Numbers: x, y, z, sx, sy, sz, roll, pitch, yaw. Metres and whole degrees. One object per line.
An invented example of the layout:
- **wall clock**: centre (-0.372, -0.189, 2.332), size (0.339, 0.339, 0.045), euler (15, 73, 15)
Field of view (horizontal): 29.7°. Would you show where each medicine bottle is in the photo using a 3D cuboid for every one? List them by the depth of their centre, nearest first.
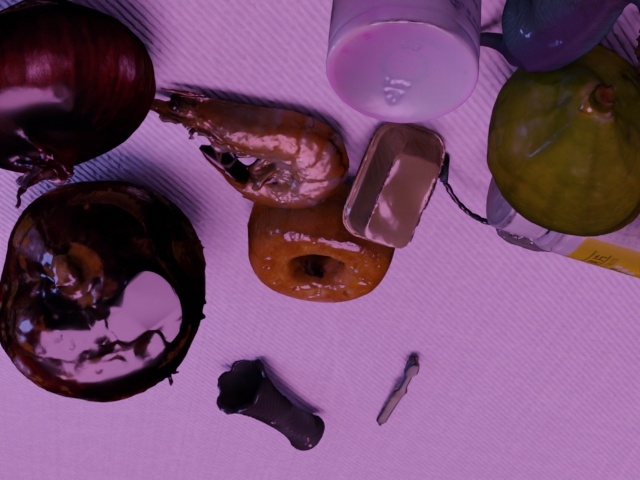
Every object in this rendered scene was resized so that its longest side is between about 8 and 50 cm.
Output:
- **medicine bottle**: centre (0.090, -0.263, 1.237), size (0.152, 0.254, 0.152), euler (5, 146, 3)
- **medicine bottle**: centre (0.362, -0.042, 1.612), size (0.258, 0.143, 0.143), euler (17, 144, -13)

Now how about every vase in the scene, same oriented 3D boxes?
- **vase**: centre (-0.086, 0.318, 2.256), size (0.115, 0.115, 0.237), euler (-15, 142, 28)

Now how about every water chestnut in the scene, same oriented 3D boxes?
- **water chestnut**: centre (-0.317, 0.068, 1.794), size (0.335, 0.347, 0.335), euler (1, 101, 3)

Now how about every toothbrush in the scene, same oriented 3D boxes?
- **toothbrush**: centre (0.141, 0.284, 2.224), size (0.026, 0.028, 0.294), euler (12, 146, -4)

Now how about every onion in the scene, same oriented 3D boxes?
- **onion**: centre (-0.331, -0.156, 1.465), size (0.273, 0.285, 0.273), euler (-10, 161, -3)

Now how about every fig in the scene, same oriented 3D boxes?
- **fig**: centre (0.311, -0.143, 1.394), size (0.233, 0.233, 0.314), euler (6, 146, 2)

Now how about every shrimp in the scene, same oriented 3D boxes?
- **shrimp**: centre (-0.102, -0.121, 1.628), size (0.287, 0.063, 0.152), euler (16, 126, -5)

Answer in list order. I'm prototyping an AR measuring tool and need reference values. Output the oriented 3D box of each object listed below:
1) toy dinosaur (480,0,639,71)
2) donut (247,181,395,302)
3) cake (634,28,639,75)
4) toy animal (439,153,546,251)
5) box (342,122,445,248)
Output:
- **toy dinosaur**: centre (0.248, -0.203, 1.229), size (0.129, 0.331, 0.383), euler (23, 141, -18)
- **donut**: centre (0.001, 0.001, 1.765), size (0.227, 0.113, 0.226), euler (4, 147, 3)
- **cake**: centre (0.491, -0.244, 1.316), size (0.295, 0.116, 0.113), euler (-15, 139, 28)
- **toy animal**: centre (0.267, -0.036, 1.693), size (0.253, 0.079, 0.070), euler (19, 152, -13)
- **box**: centre (0.102, -0.070, 1.630), size (0.111, 0.111, 0.177), euler (17, 112, -14)
